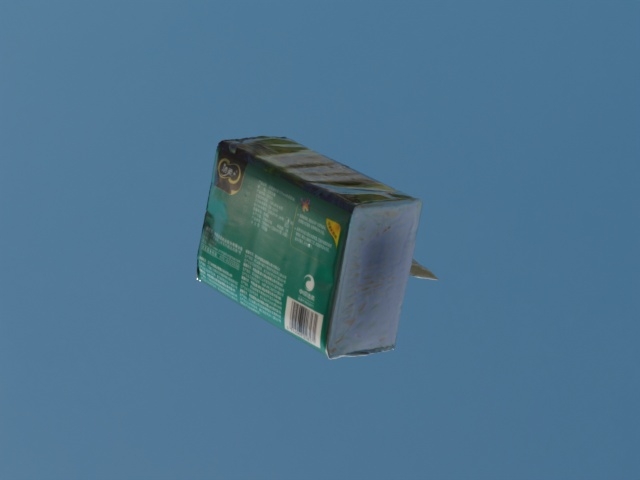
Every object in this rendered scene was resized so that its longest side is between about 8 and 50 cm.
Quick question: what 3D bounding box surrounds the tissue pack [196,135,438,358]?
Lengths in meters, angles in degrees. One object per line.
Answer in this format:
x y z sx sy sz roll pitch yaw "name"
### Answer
0.001 0.000 1.036 0.079 0.085 0.111 -6 -157 -42 "tissue pack"
